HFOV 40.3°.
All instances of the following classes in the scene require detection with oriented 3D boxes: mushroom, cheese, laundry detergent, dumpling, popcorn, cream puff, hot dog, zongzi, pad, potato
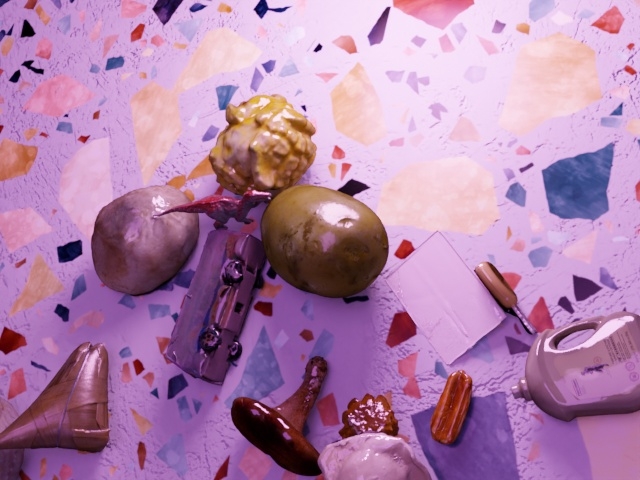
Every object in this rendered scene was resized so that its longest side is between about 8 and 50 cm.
[{"bbox_3d":[-0.404,-0.002,1.924,0.267,0.164,0.190,-25,63,11],"label":"mushroom"},{"bbox_3d":[0.351,0.110,1.643,0.036,0.086,0.162,-38,76,12],"label":"cheese"},{"bbox_3d":[0.461,0.231,1.542,0.253,0.091,0.181,-18,64,15],"label":"laundry detergent"},{"bbox_3d":[0.116,0.457,1.568,0.179,0.131,0.252,-29,87,2],"label":"dumpling"},{"bbox_3d":[-0.126,-0.197,1.870,0.256,0.195,0.255,-28,48,35],"label":"popcorn"},{"bbox_3d":[-0.040,0.325,1.697,0.227,0.148,0.217,34,70,23],"label":"mushroom"},{"bbox_3d":[0.093,0.354,1.643,0.116,0.094,0.122,22,54,33],"label":"cream puff"},{"bbox_3d":[0.246,0.309,1.627,0.062,0.038,0.144,13,74,28],"label":"hot dog"},{"bbox_3d":[-0.576,0.334,1.854,0.256,0.115,0.228,0,65,-12],"label":"zongzi"},{"bbox_3d":[0.240,0.109,1.705,0.156,0.004,0.232,-43,61,14],"label":"pad"},{"bbox_3d":[0.000,-0.003,1.740,0.304,0.216,0.216,35,86,39],"label":"potato"}]

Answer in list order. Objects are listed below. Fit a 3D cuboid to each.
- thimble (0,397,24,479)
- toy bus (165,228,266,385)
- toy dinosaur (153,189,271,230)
[{"bbox_3d":[-0.801,0.439,1.898,0.291,0.195,0.292,-8,64,16],"label":"thimble"},{"bbox_3d":[-0.219,0.135,1.835,0.138,0.112,0.317,12,75,29],"label":"toy bus"},{"bbox_3d":[-0.229,-0.070,1.826,0.242,0.167,0.053,4,69,-6],"label":"toy dinosaur"}]
